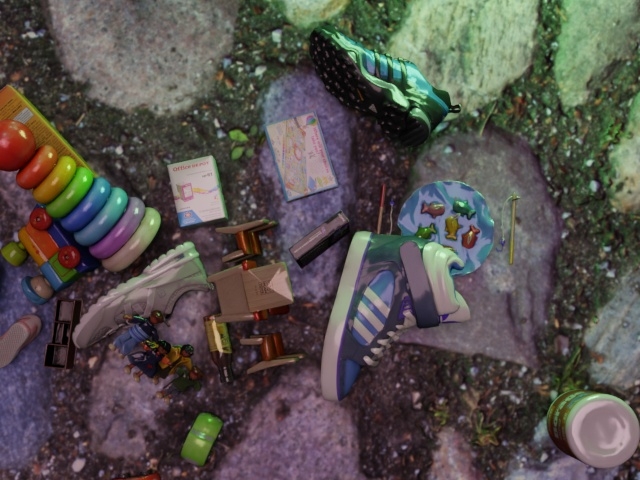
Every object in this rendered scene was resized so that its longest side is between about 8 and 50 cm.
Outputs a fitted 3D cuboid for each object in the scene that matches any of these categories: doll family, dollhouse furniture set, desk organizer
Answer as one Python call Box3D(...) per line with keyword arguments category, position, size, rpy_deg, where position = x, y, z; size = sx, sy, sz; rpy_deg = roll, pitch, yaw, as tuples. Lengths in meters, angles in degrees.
Box3D(category="doll family", position=(-0.288, 0.205, 1.678), size=(0.111, 0.076, 0.193), rpy_deg=(-37, 124, 15))
Box3D(category="dollhouse furniture set", position=(-0.091, 0.090, 1.614), size=(0.135, 0.259, 0.261), rpy_deg=(-13, 86, 9))
Box3D(category="desk organizer", position=(-0.476, 0.172, 1.715), size=(0.047, 0.050, 0.130), rpy_deg=(6, 84, 2))

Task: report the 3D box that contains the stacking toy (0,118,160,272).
Box3D(category="stacking toy", position=(-0.445, -0.093, 1.634), size=(0.330, 0.141, 0.141), rpy_deg=(42, 86, -23))

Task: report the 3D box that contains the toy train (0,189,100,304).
Box3D(category="toy train", position=(-0.535, -0.012, 1.718), size=(0.143, 0.105, 0.248), rpy_deg=(-39, 85, 11))

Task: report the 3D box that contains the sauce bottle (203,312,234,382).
Box3D(category="sauce bottle", position=(-0.184, 0.198, 1.714), size=(0.042, 0.042, 0.128), rpy_deg=(-14, 86, 0))

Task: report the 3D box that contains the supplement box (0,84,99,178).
Box3D(category="supplement box", position=(-0.521, -0.179, 1.739), size=(0.233, 0.078, 0.080), rpy_deg=(44, 87, 5))

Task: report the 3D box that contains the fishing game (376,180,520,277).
Box3D(category="fishing game", position=(0.233, -0.021, 1.728), size=(0.264, 0.041, 0.189), rpy_deg=(8, 85, 4))

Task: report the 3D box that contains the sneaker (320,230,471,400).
Box3D(category="sneaker", position=(0.143, 0.150, 1.656), size=(0.236, 0.130, 0.322), rpy_deg=(12, 84, 10))

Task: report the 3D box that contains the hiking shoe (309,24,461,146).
Box3D(category="hiking shoe", position=(0.109, -0.301, 1.743), size=(0.304, 0.113, 0.132), rpy_deg=(44, 56, 11))

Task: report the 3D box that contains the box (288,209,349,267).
Box3D(category="box", position=(0.000, 0.000, 1.668), size=(0.116, 0.162, 0.029), rpy_deg=(-37, 84, -3))

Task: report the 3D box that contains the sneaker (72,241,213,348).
Box3D(category="sneaker", position=(-0.324, 0.121, 1.692), size=(0.281, 0.105, 0.115), rpy_deg=(-35, 91, 0))

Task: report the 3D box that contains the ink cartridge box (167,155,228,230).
Box3D(category="ink cartridge box", position=(-0.230, -0.089, 1.737), size=(0.089, 0.052, 0.122), rpy_deg=(-13, 83, 0))

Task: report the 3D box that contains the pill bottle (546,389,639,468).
Box3D(category="pill bottle", position=(0.459, 0.319, 1.601), size=(0.121, 0.216, 0.121), rpy_deg=(0, 84, 1))

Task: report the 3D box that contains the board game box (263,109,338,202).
Box3D(category="board game box", position=(-0.037, -0.158, 1.753), size=(0.104, 0.026, 0.154), rpy_deg=(-16, 84, -1))

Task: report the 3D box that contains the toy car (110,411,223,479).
Box3D(category="toy car", position=(-0.246, 0.419, 1.685), size=(0.239, 0.053, 0.224), rpy_deg=(24, 85, 3))

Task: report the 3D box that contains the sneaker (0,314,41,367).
Box3D(category="sneaker", position=(-0.565, 0.185, 1.722), size=(0.134, 0.070, 0.051), rpy_deg=(-41, 94, 26))
